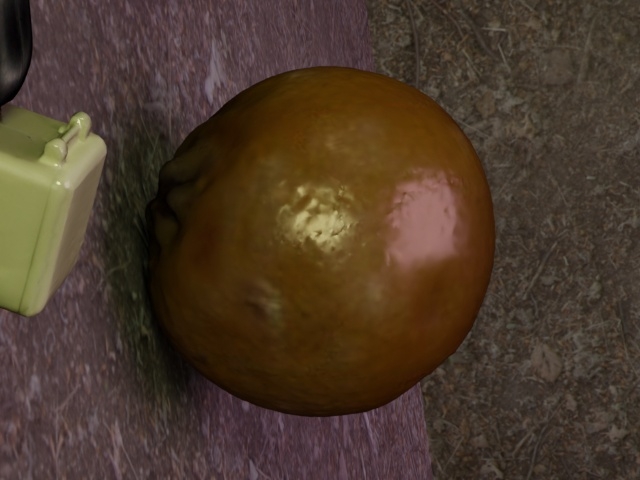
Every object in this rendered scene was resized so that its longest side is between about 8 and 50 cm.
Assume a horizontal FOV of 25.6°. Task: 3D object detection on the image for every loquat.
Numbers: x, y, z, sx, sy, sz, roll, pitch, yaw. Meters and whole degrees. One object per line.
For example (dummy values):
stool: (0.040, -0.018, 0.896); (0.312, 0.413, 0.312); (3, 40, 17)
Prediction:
loquat: (0.000, 0.000, 1.270); (0.328, 0.328, 0.328); (-7, 90, -77)

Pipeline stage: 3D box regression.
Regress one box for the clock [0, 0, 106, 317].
clock: (-0.167, -0.171, 0.577); (0.120, 0.276, 0.379); (-72, -175, -64)
